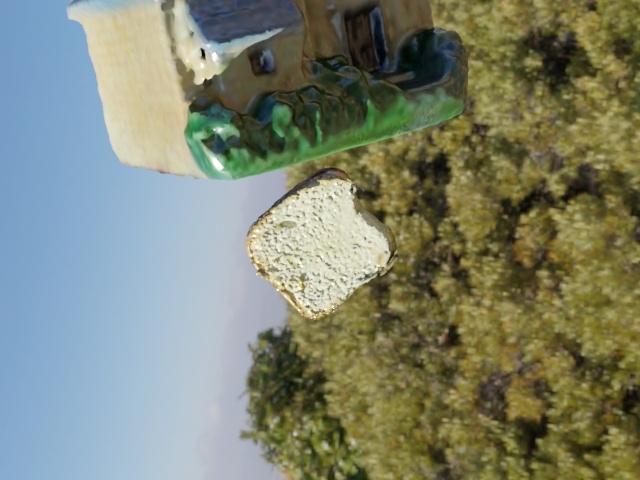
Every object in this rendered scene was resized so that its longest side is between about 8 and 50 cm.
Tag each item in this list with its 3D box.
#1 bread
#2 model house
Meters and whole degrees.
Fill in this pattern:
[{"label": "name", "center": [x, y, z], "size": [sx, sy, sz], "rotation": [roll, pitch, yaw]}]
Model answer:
[{"label": "bread", "center": [-0.001, -0.002, 0.533], "size": [0.083, 0.077, 0.070], "rotation": [-39, 12, 1]}, {"label": "model house", "center": [-0.056, -0.278, 0.958], "size": [0.334, 0.382, 0.343], "rotation": [14, 117, 58]}]
